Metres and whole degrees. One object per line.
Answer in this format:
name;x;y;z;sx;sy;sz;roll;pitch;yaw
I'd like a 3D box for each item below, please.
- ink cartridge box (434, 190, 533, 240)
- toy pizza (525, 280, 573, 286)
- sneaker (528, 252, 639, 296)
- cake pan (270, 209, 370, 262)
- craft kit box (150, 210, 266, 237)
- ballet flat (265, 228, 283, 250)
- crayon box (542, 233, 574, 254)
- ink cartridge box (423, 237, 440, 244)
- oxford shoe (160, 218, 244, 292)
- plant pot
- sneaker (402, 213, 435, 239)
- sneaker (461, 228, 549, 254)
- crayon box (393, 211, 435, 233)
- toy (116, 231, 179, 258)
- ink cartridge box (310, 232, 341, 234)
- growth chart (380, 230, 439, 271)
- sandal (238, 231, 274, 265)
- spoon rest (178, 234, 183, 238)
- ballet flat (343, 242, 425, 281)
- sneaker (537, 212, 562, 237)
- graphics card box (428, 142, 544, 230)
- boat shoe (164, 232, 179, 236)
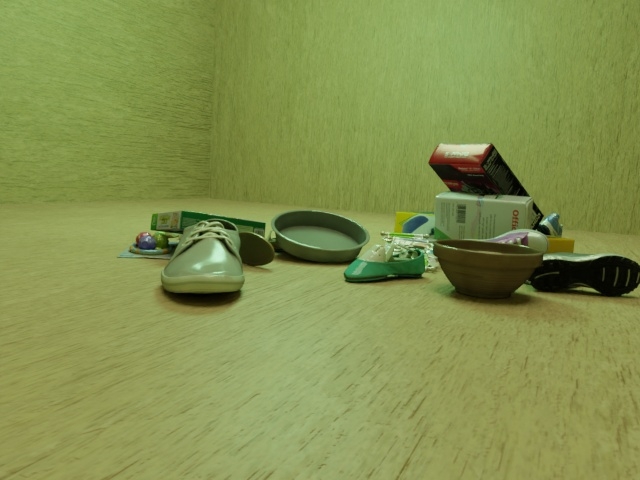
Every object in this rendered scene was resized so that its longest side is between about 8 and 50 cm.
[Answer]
ink cartridge box;0.504;-0.039;1.739;0.278;0.201;0.117;7;17;31
toy pizza;0.581;0.089;1.477;0.201;0.032;0.201;4;7;0
sneaker;0.626;0.068;1.344;0.271;0.100;0.108;4;15;6
cake pan;-0.003;-0.013;1.648;0.293;0.054;0.293;8;23;-3
craft kit box;-0.321;-0.039;1.587;0.249;0.061;0.246;8;-7;-34
ballet flat;-0.165;-0.001;1.704;0.206;0.067;0.073;-1;9;-30
crayon box;0.702;0.020;1.904;0.203;0.083;0.323;1;8;-18
ink cartridge box;0.298;0.020;1.778;0.109;0.063;0.150;0;7;-27
oxford shoe;-0.242;0.027;1.194;0.169;0.130;0.449;4;8;-7
plant pot;0.367;0.064;1.250;0.237;0.110;0.237;3;8;0
sneaker;0.450;-0.018;1.966;0.315;0.127;0.182;-21;-50;38
sneaker;0.475;0.041;1.534;0.282;0.102;0.161;-11;4;24
crayon box;0.557;-0.066;2.455;0.363;0.106;0.313;-3;8;-45
toy;-0.468;0.004;1.557;0.136;0.056;0.237;1;7;-7
ink cartridge box;0.000;0.000;1.800;0.104;0.062;0.181;1;8;-18
growth chart;0.253;0.030;1.605;0.172;0.021;0.237;1;25;8
sandal;-0.205;0.014;1.476;0.240;0.088;0.079;1;11;28
spoon rest;-0.335;-0.041;1.892;0.276;0.084;0.137;2;7;-8
ballet flat;0.157;0.049;1.365;0.247;0.087;0.083;-2;9;-35
sneaker;0.843;-0.020;2.020;0.080;0.081;0.211;37;-8;38
graphics card box;0.551;-0.170;1.865;0.371;0.094;0.233;42;-15;-31
boat shoe;-0.498;-0.039;1.942;0.050;0.045;0.135;4;7;7
